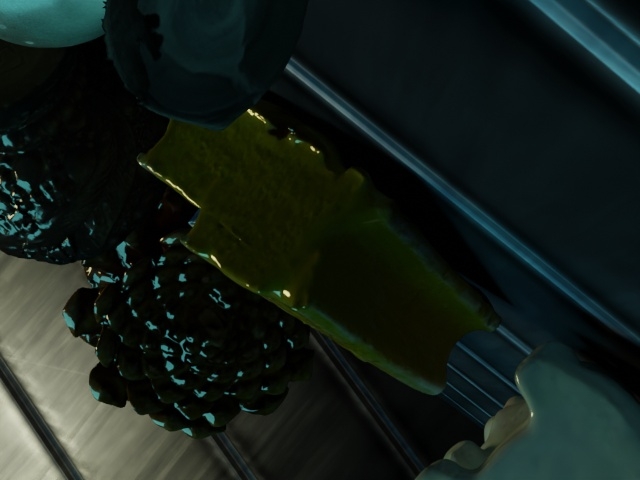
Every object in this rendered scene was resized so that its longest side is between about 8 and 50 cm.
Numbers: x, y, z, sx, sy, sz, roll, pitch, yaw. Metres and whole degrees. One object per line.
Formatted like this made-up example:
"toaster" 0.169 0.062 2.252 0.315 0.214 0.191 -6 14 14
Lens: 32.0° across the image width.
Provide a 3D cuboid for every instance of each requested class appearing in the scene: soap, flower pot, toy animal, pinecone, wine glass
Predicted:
"soap" 0.000 0.000 0.989 0.259 0.143 0.281 36 180 37
"flower pot" -0.322 -0.143 1.251 0.266 0.266 0.267 34 163 25
"toy animal" 0.233 0.231 0.953 0.241 0.196 0.367 47 -175 17
"pinecone" -0.181 0.059 1.552 0.384 0.384 0.384 37 174 4
"wine glass" -0.123 -0.149 0.567 0.241 0.126 0.126 29 171 38

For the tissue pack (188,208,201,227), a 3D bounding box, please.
"tissue pack" -0.075 -0.025 1.301 0.065 0.115 0.155 35 173 26
